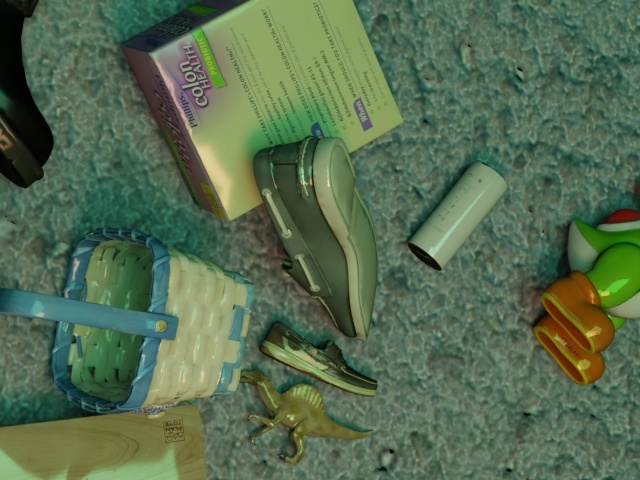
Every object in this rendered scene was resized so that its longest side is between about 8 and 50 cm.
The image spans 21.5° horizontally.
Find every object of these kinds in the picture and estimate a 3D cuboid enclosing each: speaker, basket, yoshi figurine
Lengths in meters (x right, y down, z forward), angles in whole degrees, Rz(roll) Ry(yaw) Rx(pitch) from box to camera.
[{"bbox_3d":[0.165,-0.030,2.042,0.055,0.055,0.136,42,78,-13],"label":"speaker"},{"bbox_3d":[-0.234,0.083,1.811,0.289,0.255,0.201,16,85,-28],"label":"basket"},{"bbox_3d":[0.448,0.038,2.074,0.362,0.203,0.203,-38,117,-16],"label":"yoshi figurine"}]

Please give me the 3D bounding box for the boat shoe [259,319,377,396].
[{"bbox_3d":[0.004,0.140,1.990,0.152,0.056,0.049,24,88,-16],"label":"boat shoe"}]

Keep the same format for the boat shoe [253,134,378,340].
[{"bbox_3d":[0.000,0.000,1.913,0.099,0.319,0.116,1,52,14],"label":"boat shoe"}]

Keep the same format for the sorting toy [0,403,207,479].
[{"bbox_3d":[-0.256,0.325,1.876,0.257,0.089,0.255,-5,84,-20],"label":"sorting toy"}]

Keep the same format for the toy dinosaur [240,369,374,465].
[{"bbox_3d":[-0.020,0.218,1.984,0.183,0.053,0.093,30,80,-15],"label":"toy dinosaur"}]

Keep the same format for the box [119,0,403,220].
[{"bbox_3d":[-0.065,-0.178,1.915,0.243,0.117,0.213,-31,112,-16],"label":"box"}]

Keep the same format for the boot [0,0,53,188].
[{"bbox_3d":[-0.321,-0.260,1.846,0.260,0.131,0.348,-32,99,-15],"label":"boot"}]
